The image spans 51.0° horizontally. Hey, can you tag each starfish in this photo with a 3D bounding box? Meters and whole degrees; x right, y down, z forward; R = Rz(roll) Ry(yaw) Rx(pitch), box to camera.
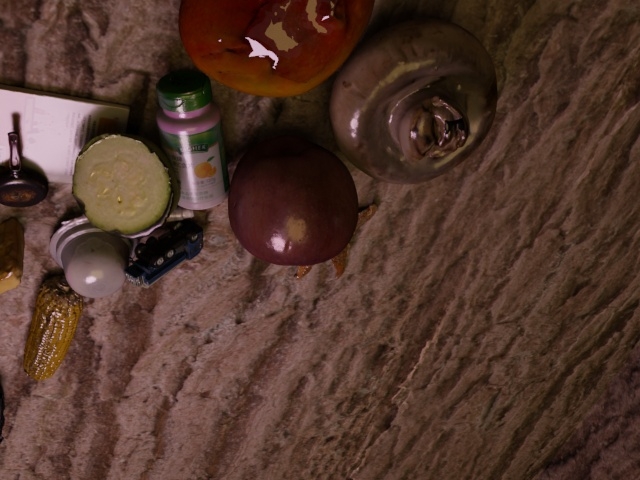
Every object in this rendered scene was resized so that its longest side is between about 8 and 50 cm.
[{"bbox_3d":[0.001,0.003,1.706,0.299,0.060,0.302,-9,132,-14],"label":"starfish"}]

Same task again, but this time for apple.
[{"bbox_3d":[-0.059,-0.089,1.440,0.305,0.306,0.235,-8,118,-12],"label":"apple"}]

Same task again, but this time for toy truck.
[{"bbox_3d":[-0.354,0.035,1.539,0.201,0.074,0.088,-40,144,-38],"label":"toy truck"}]

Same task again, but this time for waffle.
[{"bbox_3d":[-0.758,0.079,1.449,0.274,0.168,0.057,-28,138,4],"label":"waffle"}]

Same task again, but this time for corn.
[{"bbox_3d":[-0.654,0.218,1.640,0.115,0.115,0.318,10,125,-25],"label":"corn"}]

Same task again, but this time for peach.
[{"bbox_3d":[-0.069,-0.398,1.143,0.372,0.373,0.290,-7,128,-13],"label":"peach"}]

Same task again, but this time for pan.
[{"bbox_3d":[-0.616,-0.135,1.367,0.114,0.040,0.212,-2,144,-22],"label":"pan"}]

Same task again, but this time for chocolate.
[{"bbox_3d":[-0.511,0.059,1.519,0.221,0.147,0.221,-8,143,-6],"label":"chocolate"}]

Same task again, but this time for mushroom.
[{"bbox_3d":[0.202,-0.265,1.386,0.362,0.295,0.362,-10,133,-11],"label":"mushroom"}]

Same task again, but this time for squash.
[{"bbox_3d":[-0.386,-0.122,1.383,0.220,0.133,0.220,4,112,11],"label":"squash"}]

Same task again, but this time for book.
[{"bbox_3d":[-0.555,-0.207,1.370,0.295,0.020,0.208,6,127,-23],"label":"book"}]

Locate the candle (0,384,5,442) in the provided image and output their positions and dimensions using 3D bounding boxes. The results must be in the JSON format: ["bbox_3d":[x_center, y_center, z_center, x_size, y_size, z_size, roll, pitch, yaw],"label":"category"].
[{"bbox_3d":[-0.969,0.462,1.689,0.330,0.187,0.187,-4,130,-14],"label":"candle"}]

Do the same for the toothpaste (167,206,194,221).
[{"bbox_3d":[-0.388,-0.054,1.550,0.190,0.031,0.048,-8,137,-8],"label":"toothpaste"}]

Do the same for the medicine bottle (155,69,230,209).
[{"bbox_3d":[-0.265,-0.207,1.392,0.133,0.133,0.274,-10,130,-10],"label":"medicine bottle"}]
